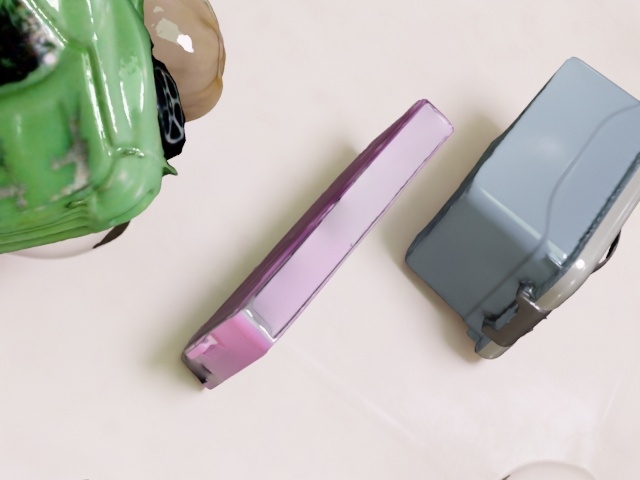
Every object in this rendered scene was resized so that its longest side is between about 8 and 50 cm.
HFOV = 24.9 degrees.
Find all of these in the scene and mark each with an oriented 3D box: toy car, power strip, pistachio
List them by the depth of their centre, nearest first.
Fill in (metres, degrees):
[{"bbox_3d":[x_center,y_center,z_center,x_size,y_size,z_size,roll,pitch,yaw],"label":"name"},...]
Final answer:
[{"bbox_3d":[-0.213,-0.177,0.911,0.213,0.176,0.359,-10,74,5],"label":"toy car"},{"bbox_3d":[-0.133,-0.150,1.045,0.149,0.113,0.113,27,59,-1],"label":"pistachio"},{"bbox_3d":[0.000,0.000,1.054,0.037,0.109,0.279,45,55,-5],"label":"power strip"}]

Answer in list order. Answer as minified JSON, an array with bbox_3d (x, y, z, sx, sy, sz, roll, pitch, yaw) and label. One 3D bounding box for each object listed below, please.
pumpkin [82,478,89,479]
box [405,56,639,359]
[{"bbox_3d":[-0.198,0.318,0.822,0.290,0.095,0.258,-29,92,-32],"label":"pumpkin"},{"bbox_3d":[0.178,-0.027,1.146,0.130,0.162,0.227,39,55,1],"label":"box"}]
